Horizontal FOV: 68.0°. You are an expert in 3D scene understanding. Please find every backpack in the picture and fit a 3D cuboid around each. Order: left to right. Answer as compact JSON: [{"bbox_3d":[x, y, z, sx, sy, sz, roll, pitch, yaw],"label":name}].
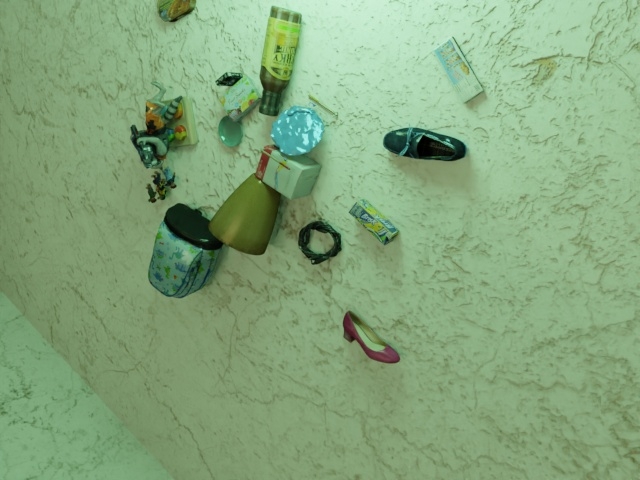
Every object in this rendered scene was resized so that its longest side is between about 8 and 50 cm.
[{"bbox_3d":[-0.581,0.074,2.017,0.290,0.273,0.355,34,132,13],"label":"backpack"}]

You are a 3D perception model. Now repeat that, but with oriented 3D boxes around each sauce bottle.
[{"bbox_3d":[-0.145,-0.597,1.602,0.112,0.111,0.344,25,118,24],"label":"sauce bottle"}]

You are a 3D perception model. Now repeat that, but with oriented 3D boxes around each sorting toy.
[{"bbox_3d":[-0.608,-0.487,1.971,0.208,0.038,0.192,2,105,32],"label":"sorting toy"}]

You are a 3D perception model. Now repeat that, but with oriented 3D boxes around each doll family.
[{"bbox_3d":[-0.695,-0.236,2.078,0.193,0.076,0.111,-50,57,38],"label":"doll family"}]

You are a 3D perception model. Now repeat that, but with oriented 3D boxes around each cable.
[{"bbox_3d":[0.000,0.000,1.730,0.185,0.047,0.150,-29,82,38],"label":"cable"}]

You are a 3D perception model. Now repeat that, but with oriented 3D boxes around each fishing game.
[{"bbox_3d":[-0.079,-0.368,1.605,0.189,0.041,0.264,35,84,19],"label":"fishing game"}]

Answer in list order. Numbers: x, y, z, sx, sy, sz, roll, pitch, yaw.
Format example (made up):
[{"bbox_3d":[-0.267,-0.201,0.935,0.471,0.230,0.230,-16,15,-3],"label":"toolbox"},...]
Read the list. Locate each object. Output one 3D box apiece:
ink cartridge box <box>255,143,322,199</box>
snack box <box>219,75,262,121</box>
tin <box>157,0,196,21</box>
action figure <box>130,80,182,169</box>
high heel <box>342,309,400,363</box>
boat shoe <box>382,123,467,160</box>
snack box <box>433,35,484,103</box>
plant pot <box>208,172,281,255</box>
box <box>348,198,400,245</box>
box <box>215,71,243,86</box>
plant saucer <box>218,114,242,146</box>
[{"bbox_3d":[-0.112,-0.245,1.671,0.176,0.128,0.127,35,120,21],"label":"ink cartridge box"},{"bbox_3d":[-0.295,-0.521,1.750,0.141,0.037,0.100,-34,84,25],"label":"snack box"},{"bbox_3d":[-0.549,-0.907,1.811,0.190,0.040,0.106,-8,104,34],"label":"tin"},{"bbox_3d":[-0.652,-0.419,1.900,0.341,0.179,0.330,57,139,41],"label":"action figure"},{"bbox_3d":[0.181,0.342,1.689,0.244,0.082,0.117,28,128,37],"label":"high heel"},{"bbox_3d":[0.301,-0.293,1.417,0.259,0.089,0.108,9,108,31],"label":"boat shoe"},{"bbox_3d":[0.390,-0.482,1.344,0.064,0.022,0.178,-31,87,36],"label":"snack box"},{"bbox_3d":[-0.256,-0.115,1.765,0.237,0.237,0.254,35,106,20],"label":"plant pot"},{"bbox_3d":[0.179,-0.062,1.581,0.169,0.059,0.054,45,124,14],"label":"box"},{"bbox_3d":[-0.334,-0.590,1.738,0.067,0.083,0.018,-24,90,35],"label":"box"},{"bbox_3d":[-0.344,-0.422,1.832,0.120,0.021,0.119,9,109,29],"label":"plant saucer"}]
